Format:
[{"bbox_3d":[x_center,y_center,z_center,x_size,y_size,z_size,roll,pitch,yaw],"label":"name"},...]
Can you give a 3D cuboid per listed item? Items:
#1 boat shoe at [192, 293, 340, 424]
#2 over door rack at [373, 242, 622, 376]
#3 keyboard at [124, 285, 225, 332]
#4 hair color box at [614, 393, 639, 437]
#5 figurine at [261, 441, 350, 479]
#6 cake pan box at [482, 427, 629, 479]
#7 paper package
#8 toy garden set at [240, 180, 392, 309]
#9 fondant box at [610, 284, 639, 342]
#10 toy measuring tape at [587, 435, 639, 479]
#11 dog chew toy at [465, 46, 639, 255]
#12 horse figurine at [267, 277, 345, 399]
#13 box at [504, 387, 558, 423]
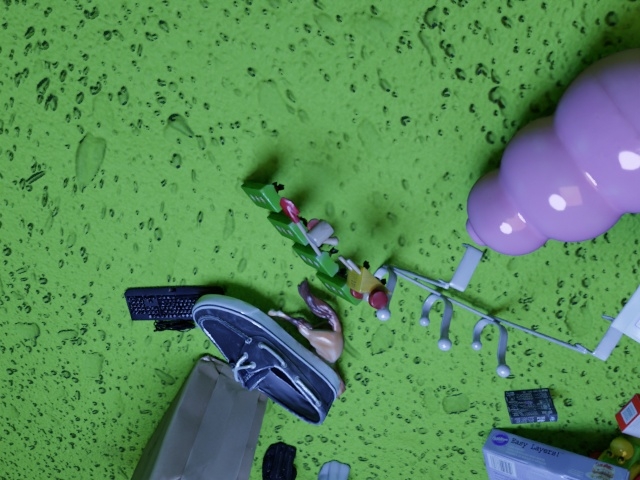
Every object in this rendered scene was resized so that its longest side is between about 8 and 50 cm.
[{"bbox_3d":[-0.106,0.211,0.936,0.301,0.102,0.108,38,128,-5],"label":"boat shoe"},{"bbox_3d":[0.219,0.114,0.796,0.240,0.324,0.108,26,77,-10],"label":"over door rack"},{"bbox_3d":[-0.268,0.135,1.002,0.192,0.038,0.100,-3,121,9],"label":"keyboard"},{"bbox_3d":[0.652,0.350,1.030,0.141,0.043,0.072,20,121,-5],"label":"hair color box"},{"bbox_3d":[-0.032,0.562,1.133,0.215,0.209,0.092,21,121,-7],"label":"figurine"},{"bbox_3d":[0.461,0.511,1.062,0.267,0.070,0.245,4,121,41],"label":"cake pan box"},{"bbox_3d":[-0.259,0.451,1.032,0.168,0.309,0.324,28,121,-10],"label":"paper package"},{"bbox_3d":[0.000,0.000,0.819,0.049,0.204,0.244,-44,113,-12],"label":"toy garden set"},{"bbox_3d":[0.517,-0.008,0.674,0.096,0.330,0.238,39,128,31],"label":"fondant box"},{"bbox_3d":[0.594,0.529,1.098,0.122,0.121,0.330,-6,120,10],"label":"toy measuring tape"},{"bbox_3d":[0.340,-0.093,0.715,0.207,0.206,0.332,41,125,-17],"label":"dog chew toy"},{"bbox_3d":[-0.019,0.199,0.998,0.175,0.066,0.263,17,124,5],"label":"horse figurine"},{"bbox_3d":[0.398,0.313,1.020,0.083,0.067,0.018,-8,120,10],"label":"box"}]
